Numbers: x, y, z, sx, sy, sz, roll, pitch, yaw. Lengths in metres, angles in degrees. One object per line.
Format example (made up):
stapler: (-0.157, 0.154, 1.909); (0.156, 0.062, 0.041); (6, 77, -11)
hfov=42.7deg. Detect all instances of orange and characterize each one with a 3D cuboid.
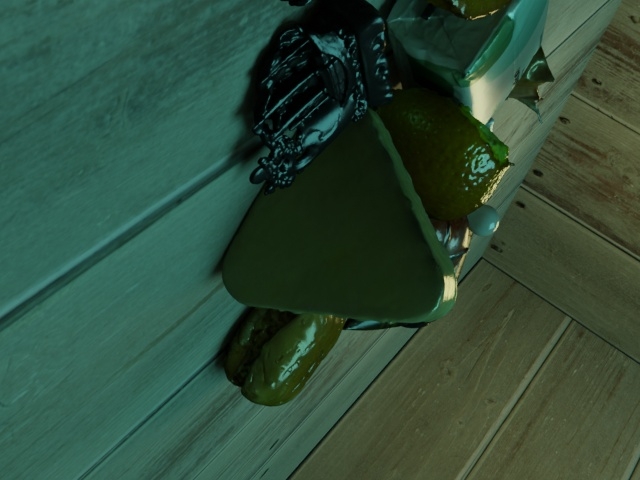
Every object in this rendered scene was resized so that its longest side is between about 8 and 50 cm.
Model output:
orange: (0.196, -0.149, 1.486); (0.196, 0.262, 0.334); (-50, 176, 4)

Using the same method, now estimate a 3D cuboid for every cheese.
cheese: (-0.001, -0.001, 1.320); (0.384, 0.384, 0.104); (-58, 158, 11)

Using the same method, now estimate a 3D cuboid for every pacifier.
pacifier: (0.381, -0.095, 2.225); (0.299, 0.233, 0.244); (-55, 167, 4)

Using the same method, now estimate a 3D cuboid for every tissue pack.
tissue pack: (0.262, -0.360, 1.419); (0.266, 0.194, 0.356); (-55, 164, -2)

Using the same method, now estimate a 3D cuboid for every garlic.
garlic: (0.461, -0.386, 1.952); (0.151, 0.196, 0.338); (-39, 166, 2)

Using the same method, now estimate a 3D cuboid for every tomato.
tomato: (0.188, -0.021, 1.806); (0.265, 0.265, 0.265); (-48, 163, -20)

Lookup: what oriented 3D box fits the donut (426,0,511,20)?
donut: (0.215, -0.439, 1.143); (0.253, 0.118, 0.253); (-23, 127, -33)

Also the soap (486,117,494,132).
soap: (0.331, -0.244, 1.959); (0.091, 0.145, 0.230); (-42, 157, -11)

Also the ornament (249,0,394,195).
ornament: (-0.022, -0.197, 1.142); (0.260, 0.106, 0.251); (-42, 154, -12)

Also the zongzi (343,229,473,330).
zongzi: (0.253, 0.080, 2.342); (0.432, 0.208, 0.403); (-4, 124, -54)

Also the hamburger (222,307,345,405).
hamburger: (-0.064, 0.205, 1.707); (0.319, 0.158, 0.319); (-49, 165, -18)

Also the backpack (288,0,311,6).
backpack: (0.004, -0.347, 0.807); (0.253, 0.140, 0.207); (-30, 154, -46)
